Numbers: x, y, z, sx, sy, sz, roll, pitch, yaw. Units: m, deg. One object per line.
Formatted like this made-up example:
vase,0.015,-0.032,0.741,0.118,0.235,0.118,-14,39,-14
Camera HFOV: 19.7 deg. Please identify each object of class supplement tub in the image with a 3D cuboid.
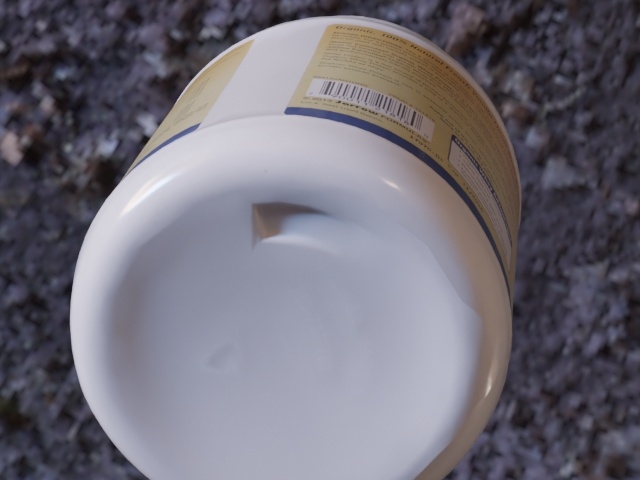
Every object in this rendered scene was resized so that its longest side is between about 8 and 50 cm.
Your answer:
supplement tub,0.000,0.000,1.058,0.228,0.316,0.228,3,111,7
